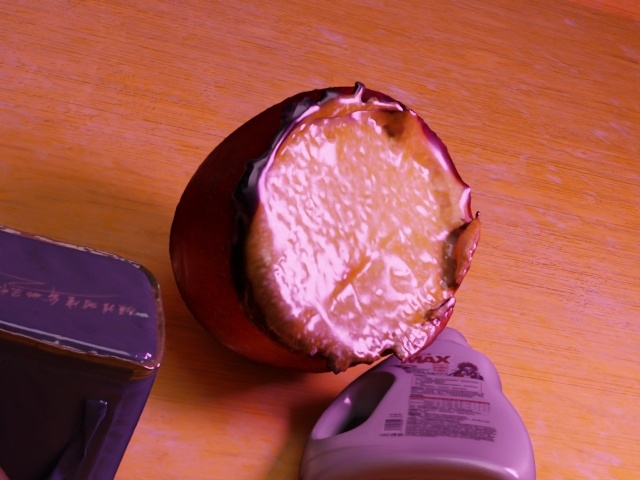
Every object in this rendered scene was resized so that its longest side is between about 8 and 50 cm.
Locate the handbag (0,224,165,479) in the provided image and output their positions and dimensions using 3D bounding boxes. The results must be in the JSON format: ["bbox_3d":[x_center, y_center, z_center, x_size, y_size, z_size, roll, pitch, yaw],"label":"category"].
[{"bbox_3d":[-0.301,0.135,1.781,0.263,0.241,0.222,18,29,-16],"label":"handbag"}]

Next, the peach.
[{"bbox_3d":[0.000,0.000,2.190,0.339,0.353,0.416,55,14,-4],"label":"peach"}]

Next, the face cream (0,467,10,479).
[{"bbox_3d":[-0.296,0.245,1.610,0.067,0.285,0.139,-39,32,-15],"label":"face cream"}]

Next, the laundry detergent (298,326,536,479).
[{"bbox_3d":[0.119,0.212,2.118,0.263,0.125,0.398,0,23,6],"label":"laundry detergent"}]
